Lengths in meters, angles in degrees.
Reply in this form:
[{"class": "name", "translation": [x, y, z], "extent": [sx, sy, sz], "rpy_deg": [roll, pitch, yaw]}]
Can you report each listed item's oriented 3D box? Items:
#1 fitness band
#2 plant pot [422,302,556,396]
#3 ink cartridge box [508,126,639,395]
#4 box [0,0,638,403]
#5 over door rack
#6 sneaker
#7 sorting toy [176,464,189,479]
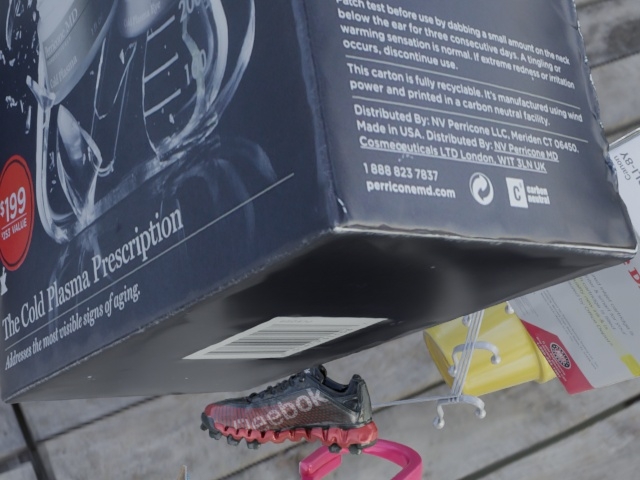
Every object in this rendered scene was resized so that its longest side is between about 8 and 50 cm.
[{"class": "fitness band", "translation": [0.080, 0.453, 1.901], "extent": [0.209, 0.054, 0.291], "rpy_deg": [8, 10, 25]}, {"class": "plant pot", "translation": [0.347, 0.195, 1.956], "extent": [0.239, 0.254, 0.254], "rpy_deg": [-28, 66, -7]}, {"class": "ink cartridge box", "translation": [0.407, 0.035, 1.338], "extent": [0.160, 0.384, 0.279], "rpy_deg": [-29, 83, -19]}, {"class": "box", "translation": [-0.047, -0.095, 0.543], "extent": [0.179, 0.343, 0.312], "rpy_deg": [4, 70, -37]}, {"class": "over door rack", "translation": [0.187, 0.216, 1.794], "extent": [0.324, 0.108, 0.239], "rpy_deg": [-7, 48, 37]}, {"class": "sneaker", "translation": [-0.048, 0.252, 1.504], "extent": [0.276, 0.097, 0.135], "rpy_deg": [1, 93, 6]}, {"class": "sorting toy", "translation": [-0.229, 0.420, 1.618], "extent": [0.012, 0.083, 0.062], "rpy_deg": [7, 40, -20]}]
